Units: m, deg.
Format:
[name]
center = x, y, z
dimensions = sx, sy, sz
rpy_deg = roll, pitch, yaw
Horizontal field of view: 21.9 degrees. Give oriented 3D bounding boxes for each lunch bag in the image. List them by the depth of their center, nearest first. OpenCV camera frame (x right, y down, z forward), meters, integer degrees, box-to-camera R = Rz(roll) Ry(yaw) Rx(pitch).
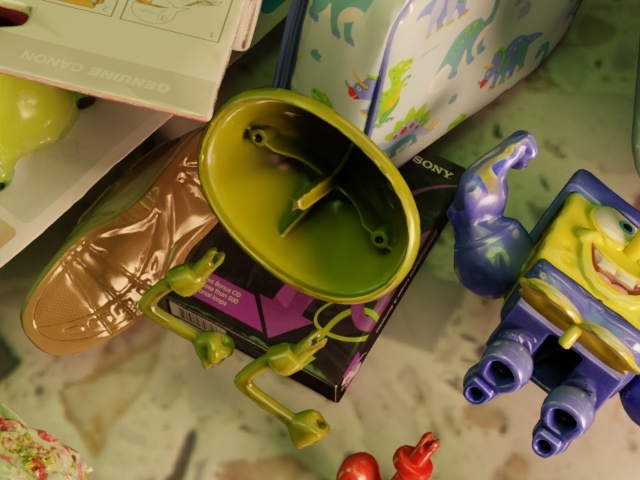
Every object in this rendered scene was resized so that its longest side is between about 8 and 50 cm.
[lunch bag]
center = 0.076, -0.149, 0.951
dimensions = 0.090, 0.176, 0.219
rpy_deg = 42, 58, 19

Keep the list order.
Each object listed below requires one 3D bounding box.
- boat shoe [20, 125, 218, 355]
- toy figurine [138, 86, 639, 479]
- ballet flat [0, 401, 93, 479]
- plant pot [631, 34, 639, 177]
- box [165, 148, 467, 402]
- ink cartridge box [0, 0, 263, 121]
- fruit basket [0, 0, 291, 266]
[boat shoe]
center = -0.111, 0.000, 0.966
dimensions = 0.170, 0.059, 0.063
rpy_deg = -44, 112, -18
[toy figurine]
center = 0.112, 0.039, 0.916
dimensions = 0.362, 0.191, 0.217
rpy_deg = 37, 38, 9
[ballet flat]
center = -0.231, 0.099, 0.919
dimensions = 0.241, 0.091, 0.077
rpy_deg = 32, 38, 11
[plant pot]
center = 0.315, -0.172, 0.883
dimensions = 0.341, 0.341, 0.334
rpy_deg = 12, 65, 7
[box]
center = 0.000, 0.000, 0.978
dimensions = 0.116, 0.029, 0.162
rpy_deg = 26, 66, 14
[ink cartridge box]
center = -0.176, -0.163, 0.894
dimensions = 0.296, 0.066, 0.261
rpy_deg = 14, 48, -1
[fruit basket]
center = -0.231, -0.147, 0.985
dimensions = 0.327, 0.165, 0.353
rpy_deg = 36, 67, 17
